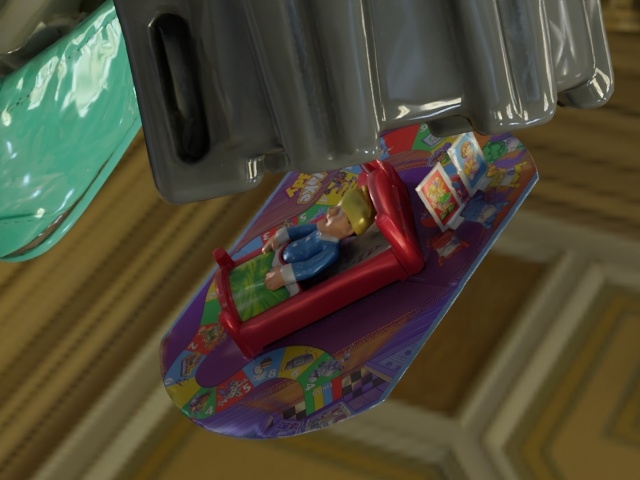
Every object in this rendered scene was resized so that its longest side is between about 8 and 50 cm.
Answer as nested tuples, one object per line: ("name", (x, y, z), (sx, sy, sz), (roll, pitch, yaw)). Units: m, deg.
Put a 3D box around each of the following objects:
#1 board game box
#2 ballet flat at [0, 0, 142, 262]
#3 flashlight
("board game box", (0.000, 0.000, 0.767), (0.133, 0.033, 0.169), (8, -127, 47))
("ballet flat", (-0.047, -0.108, 0.566), (0.083, 0.087, 0.247), (25, -106, 37))
("flashlight", (-0.005, -0.168, 0.394), (0.103, 0.304, 0.103), (-10, -175, 41))
